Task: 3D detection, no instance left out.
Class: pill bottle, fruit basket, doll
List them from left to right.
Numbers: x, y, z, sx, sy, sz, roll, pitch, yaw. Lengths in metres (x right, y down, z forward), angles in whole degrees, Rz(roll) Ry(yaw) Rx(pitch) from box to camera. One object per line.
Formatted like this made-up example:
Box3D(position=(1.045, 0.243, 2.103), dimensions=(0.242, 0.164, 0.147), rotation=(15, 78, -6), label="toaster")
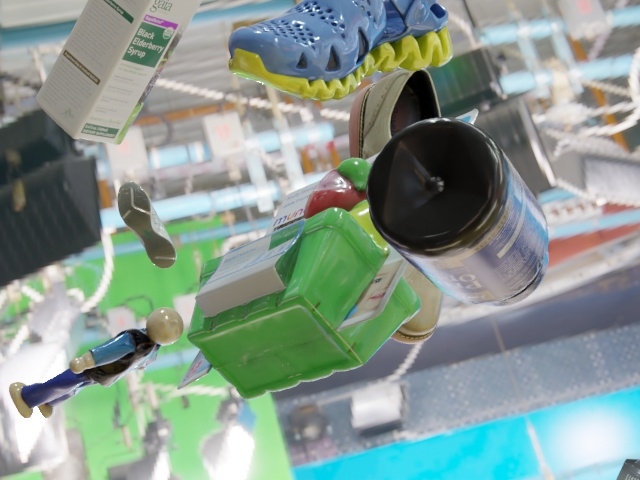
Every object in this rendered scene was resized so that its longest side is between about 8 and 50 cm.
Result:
Box3D(position=(-0.217, 0.122, 1.210), dimensions=(0.189, 0.046, 0.129), rotation=(-28, -15, 14), label="doll")
Box3D(position=(0.000, 0.000, 1.379), dimensions=(0.327, 0.353, 0.165), rotation=(-22, -56, 41), label="fruit basket")
Box3D(position=(0.132, -0.014, 1.073), dimensions=(0.122, 0.123, 0.219), rotation=(-23, -26, 15), label="pill bottle")

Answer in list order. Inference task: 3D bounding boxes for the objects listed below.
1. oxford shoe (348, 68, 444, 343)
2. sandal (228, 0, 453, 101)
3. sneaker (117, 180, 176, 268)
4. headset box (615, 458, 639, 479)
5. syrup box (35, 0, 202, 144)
Box3D(position=(0.120, -0.054, 1.731), dimensions=(0.140, 0.397, 0.146), rotation=(-3, -11, -23), label="oxford shoe")
Box3D(position=(0.026, -0.226, 1.196), dimensions=(0.317, 0.126, 0.138), rotation=(-29, -45, -49), label="sandal")
Box3D(position=(-0.279, -0.023, 1.940), dimensions=(0.053, 0.152, 0.061), rotation=(-27, 3, -2), label="sneaker")
Box3D(position=(0.442, 0.355, 1.195), dimensions=(0.283, 0.246, 0.131), rotation=(-3, 27, 33), label="headset box")
Box3D(position=(-0.267, -0.252, 1.605), dimensions=(0.237, 0.096, 0.093), rotation=(-56, -27, 17), label="syrup box")
